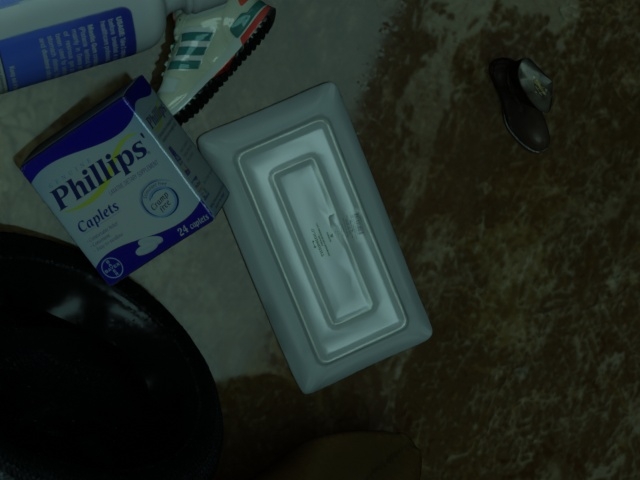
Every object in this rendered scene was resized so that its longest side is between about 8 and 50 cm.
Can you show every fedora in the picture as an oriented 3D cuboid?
[{"bbox_3d":[-0.255,0.146,1.513,0.334,0.334,0.152,33,124,-14],"label":"fedora"}]

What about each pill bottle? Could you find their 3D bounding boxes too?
[{"bbox_3d":[-0.224,-0.220,1.497,0.272,0.152,0.152,-18,100,-11],"label":"pill bottle"}]

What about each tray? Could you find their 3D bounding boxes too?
[{"bbox_3d":[0.000,0.000,1.637,0.145,0.030,0.270,-24,101,-10],"label":"tray"}]

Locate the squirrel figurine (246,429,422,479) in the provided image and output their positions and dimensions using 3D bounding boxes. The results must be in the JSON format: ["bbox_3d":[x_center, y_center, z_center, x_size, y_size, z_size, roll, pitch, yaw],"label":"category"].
[{"bbox_3d":[-0.092,0.377,1.508,0.397,0.281,0.370,7,136,-45],"label":"squirrel figurine"}]

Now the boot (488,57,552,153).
[{"bbox_3d":[0.200,-0.124,1.625,0.037,0.114,0.106,-34,102,-7],"label":"boot"}]

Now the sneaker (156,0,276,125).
[{"bbox_3d":[-0.117,-0.172,1.585,0.075,0.057,0.161,43,89,6],"label":"sneaker"}]

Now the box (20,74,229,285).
[{"bbox_3d":[-0.174,-0.053,1.544,0.126,0.072,0.137,-32,103,20],"label":"box"}]
